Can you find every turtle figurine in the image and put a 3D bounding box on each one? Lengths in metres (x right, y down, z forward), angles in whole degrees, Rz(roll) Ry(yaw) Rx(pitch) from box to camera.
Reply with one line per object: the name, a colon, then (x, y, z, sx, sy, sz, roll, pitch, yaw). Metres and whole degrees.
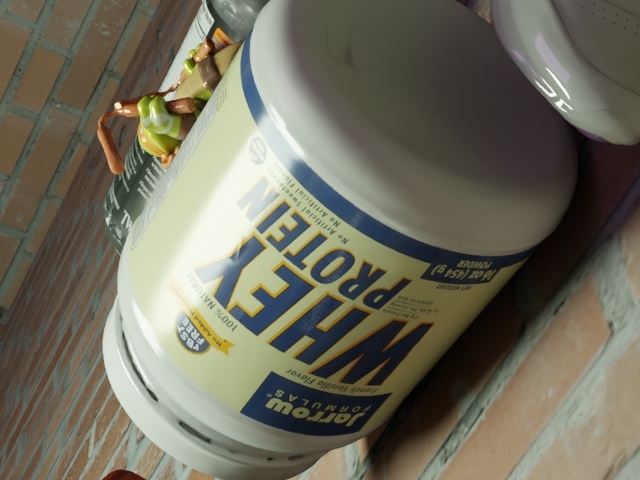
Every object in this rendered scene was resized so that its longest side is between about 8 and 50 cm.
turtle figurine: (-0.069, -0.124, 1.108, 0.217, 0.087, 0.269, -38, 10, 13)

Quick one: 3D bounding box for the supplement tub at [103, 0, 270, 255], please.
supplement tub: (-0.048, -0.113, 1.332, 0.338, 0.207, 0.207, -59, 19, 24)

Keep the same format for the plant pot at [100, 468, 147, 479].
plant pot: (-0.140, 0.330, 1.027, 0.267, 0.267, 0.235, -53, 9, 40)

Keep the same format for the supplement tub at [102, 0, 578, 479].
supplement tub: (0.000, 0.000, 1.001, 0.325, 0.235, 0.235, -54, 22, 38)

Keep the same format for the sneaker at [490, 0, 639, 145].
sneaker: (0.187, -0.198, 0.881, 0.152, 0.114, 0.305, -48, 26, 51)

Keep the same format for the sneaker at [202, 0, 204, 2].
sneaker: (-0.094, -0.236, 1.737, 0.210, 0.137, 0.366, -66, 20, -4)
